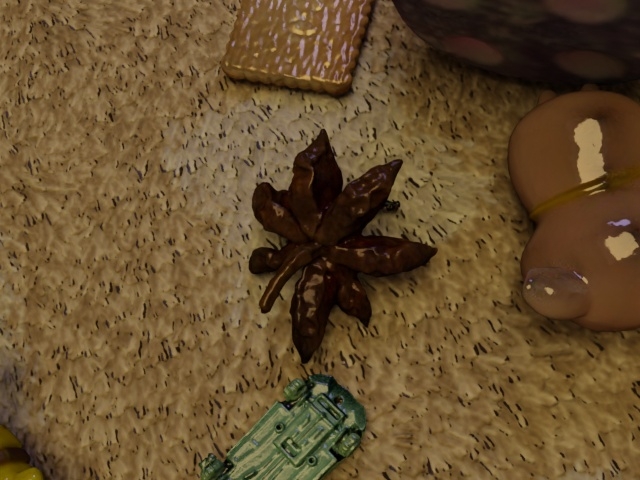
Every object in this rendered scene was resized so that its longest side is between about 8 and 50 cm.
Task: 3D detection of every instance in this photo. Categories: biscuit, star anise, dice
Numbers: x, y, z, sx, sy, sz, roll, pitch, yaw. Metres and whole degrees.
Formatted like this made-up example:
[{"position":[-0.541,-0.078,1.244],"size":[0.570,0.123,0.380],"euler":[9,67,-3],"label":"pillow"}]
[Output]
[{"position":[-0.013,-0.292,0.767],"size":[0.160,0.030,0.249],"euler":[11,74,10],"label":"biscuit"},{"position":[0.006,-0.001,0.624],"size":[0.196,0.111,0.212],"euler":[-18,74,10],"label":"star anise"},{"position":[0.221,-0.315,0.583],"size":[0.270,0.271,0.270],"euler":[16,86,27],"label":"dice"}]

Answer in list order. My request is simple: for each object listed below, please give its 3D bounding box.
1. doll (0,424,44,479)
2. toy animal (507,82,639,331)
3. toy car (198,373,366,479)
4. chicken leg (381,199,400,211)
[{"position":[-0.330,0.277,0.576],"size":[0.199,0.145,0.362],"euler":[-18,74,17],"label":"doll"},{"position":[0.255,-0.038,0.593],"size":[0.165,0.149,0.248],"euler":[-16,59,19],"label":"toy animal"},{"position":[-0.040,0.206,0.598],"size":[0.093,0.058,0.186],"euler":[41,70,18],"label":"toy car"},{"position":[0.042,-0.031,0.681],"size":[0.083,0.021,0.036],"euler":[-27,63,2],"label":"chicken leg"}]
